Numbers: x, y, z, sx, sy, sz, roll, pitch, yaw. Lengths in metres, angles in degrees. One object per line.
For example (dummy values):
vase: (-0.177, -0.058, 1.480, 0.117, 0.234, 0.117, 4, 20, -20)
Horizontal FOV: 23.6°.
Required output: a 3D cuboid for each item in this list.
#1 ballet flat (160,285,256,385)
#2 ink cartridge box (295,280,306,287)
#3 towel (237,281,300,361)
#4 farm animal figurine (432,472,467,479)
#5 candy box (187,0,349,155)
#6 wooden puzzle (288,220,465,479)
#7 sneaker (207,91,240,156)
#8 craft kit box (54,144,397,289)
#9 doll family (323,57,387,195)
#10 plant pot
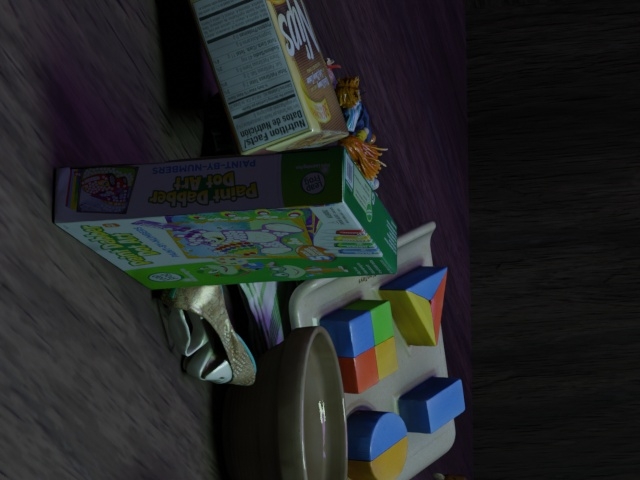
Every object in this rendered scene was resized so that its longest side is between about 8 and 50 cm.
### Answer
ballet flat: (-0.120, 0.099, 1.554, 0.067, 0.073, 0.206, -54, 144, -28)
ink cartridge box: (0.000, 0.000, 1.965, 0.209, 0.062, 0.109, -90, 170, -59)
towel: (-0.057, 0.079, 1.890, 0.248, 0.038, 0.325, -79, 159, -55)
farm animal figurine: (0.064, 0.401, 1.804, 0.327, 0.172, 0.330, -52, 180, -32)
candy box: (-0.075, -0.247, 1.618, 0.183, 0.087, 0.316, -12, 82, -76)
wooden puzzle: (0.092, 0.177, 1.969, 0.322, 0.080, 0.348, -25, 115, -53)
sneaker: (-0.084, -0.068, 1.705, 0.094, 0.081, 0.208, 72, 17, -54)
craft kit box: (-0.073, -0.015, 1.343, 0.250, 0.246, 0.061, 48, 43, -70)
doll family: (0.045, -0.155, 2.234, 0.163, 0.118, 0.263, 64, 25, -60)
plant pot: (-0.044, 0.217, 1.722, 0.237, 0.109, 0.237, -4, 90, -77)
